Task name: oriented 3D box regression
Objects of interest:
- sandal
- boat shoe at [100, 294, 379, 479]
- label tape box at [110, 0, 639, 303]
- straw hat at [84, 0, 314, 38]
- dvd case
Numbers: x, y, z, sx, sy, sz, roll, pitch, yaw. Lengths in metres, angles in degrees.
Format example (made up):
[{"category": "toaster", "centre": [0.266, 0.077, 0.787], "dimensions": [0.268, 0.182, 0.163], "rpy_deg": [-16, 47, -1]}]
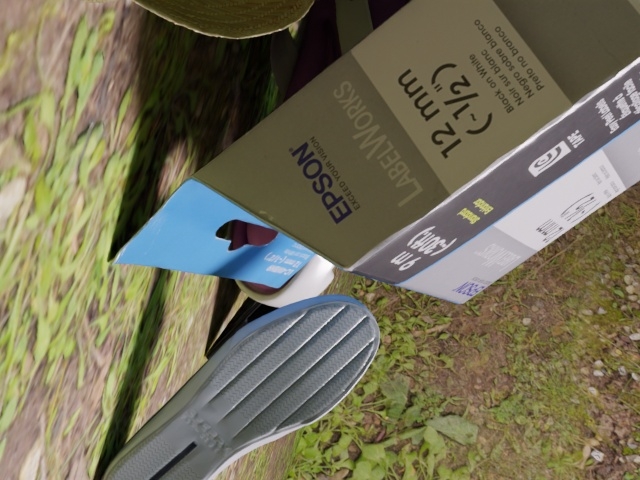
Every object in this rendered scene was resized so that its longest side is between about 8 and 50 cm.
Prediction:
[{"category": "sandal", "centre": [0.008, -0.143, 0.819], "dimensions": [0.102, 0.169, 0.417], "rpy_deg": [8, 102, -43]}, {"category": "boat shoe", "centre": [-0.062, 0.109, 0.755], "dimensions": [0.226, 0.083, 0.076], "rpy_deg": [-34, -169, -2]}, {"category": "label tape box", "centre": [0.080, -0.042, 0.660], "dimensions": [0.347, 0.115, 0.249], "rpy_deg": [-38, 161, 13]}, {"category": "straw hat", "centre": [-0.071, -0.117, 0.374], "dimensions": [0.061, 0.144, 0.144], "rpy_deg": [-29, -155, 37]}, {"category": "dvd case", "centre": [0.000, 0.000, 0.989], "dimensions": [0.253, 0.022, 0.180], "rpy_deg": [-45, -173, 34]}]
